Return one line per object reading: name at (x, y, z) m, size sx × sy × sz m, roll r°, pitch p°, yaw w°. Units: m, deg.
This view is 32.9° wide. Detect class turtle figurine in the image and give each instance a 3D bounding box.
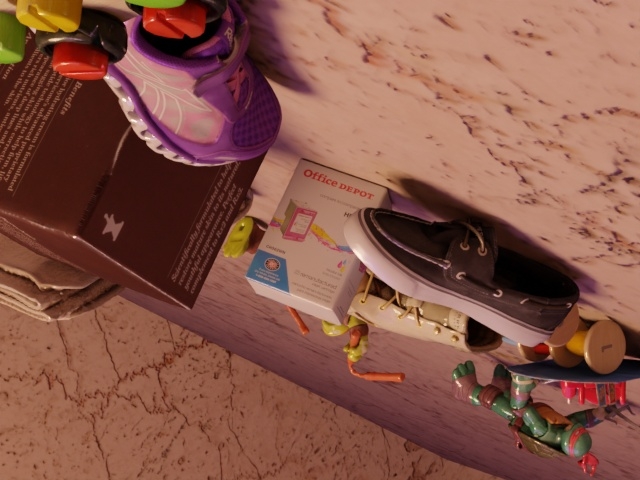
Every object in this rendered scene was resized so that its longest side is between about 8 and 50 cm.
turtle figurine at (-0.007, 0.062, 1.318) m, size 0.269 × 0.087 × 0.217 m, roll 35°, pitch 170°, yaw 49°
turtle figurine at (0.286, 0.219, 1.402) m, size 0.175 × 0.118 × 0.234 m, roll 33°, pitch 171°, yaw -37°

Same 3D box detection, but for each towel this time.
towel at (-0.227, -0.013, 1.115) m, size 0.187 × 0.282 × 0.049 m, roll 17°, pitch 125°, yaw 33°

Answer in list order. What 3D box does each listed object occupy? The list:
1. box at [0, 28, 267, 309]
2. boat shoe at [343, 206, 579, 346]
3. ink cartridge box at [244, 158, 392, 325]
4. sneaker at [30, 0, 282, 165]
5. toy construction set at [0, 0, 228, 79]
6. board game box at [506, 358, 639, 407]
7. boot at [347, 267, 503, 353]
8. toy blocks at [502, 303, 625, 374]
box at (-0.191, -0.066, 0.924) m, size 0.203 × 0.169 × 0.167 m, roll 17°, pitch 165°, yaw 32°
boat shoe at (0.128, 0.018, 0.918) m, size 0.228 × 0.076 × 0.080 m, roll 29°, pitch -149°, yaw -22°
ink cartridge box at (0.000, 0.000, 0.961) m, size 0.088 × 0.122 × 0.052 m, roll 20°, pitch 164°, yaw 17°
sneaker at (-0.084, -0.118, 0.697) m, size 0.104 × 0.095 × 0.236 m, roll 7°, pitch 159°, yaw 33°
toy construction set at (-0.154, -0.160, 0.485) m, size 0.215 × 0.151 × 0.327 m, roll 9°, pitch -175°, yaw -37°
board game box at (0.271, 0.144, 1.093) m, size 0.168 × 0.033 × 0.133 m, roll -2°, pitch -178°, yaw -43°
boot at (0.090, 0.062, 1.170) m, size 0.165 × 0.077 × 0.213 m, roll 14°, pitch 170°, yaw 41°
toy blocks at (0.211, 0.085, 1.084) m, size 0.123 × 0.054 × 0.148 m, roll 29°, pitch 167°, yaw -27°
